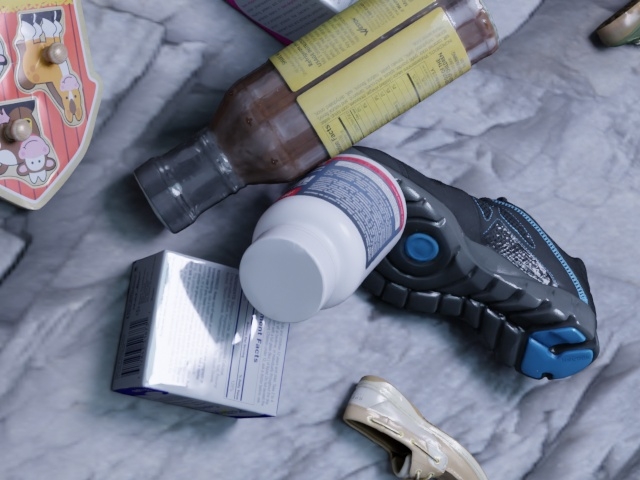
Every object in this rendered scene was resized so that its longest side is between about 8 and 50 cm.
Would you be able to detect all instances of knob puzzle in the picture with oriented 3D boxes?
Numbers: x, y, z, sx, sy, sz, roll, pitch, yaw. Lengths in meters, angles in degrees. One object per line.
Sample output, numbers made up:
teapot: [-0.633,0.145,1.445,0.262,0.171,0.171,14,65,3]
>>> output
knob puzzle: [-0.257,-0.122,1.381,0.213,0.030,0.213,0,90,-47]

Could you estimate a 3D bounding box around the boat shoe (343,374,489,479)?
boat shoe: [0.089,0.204,1.549,0.170,0.063,0.059,41,66,-8]

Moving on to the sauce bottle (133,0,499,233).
sauce bottle: [-0.008,-0.127,1.444,0.344,0.111,0.111,-31,99,0]

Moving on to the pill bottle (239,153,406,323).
pill bottle: [0.000,0.000,1.430,0.108,0.108,0.180,60,30,-9]

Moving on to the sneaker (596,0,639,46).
sneaker: [0.395,-0.249,1.806,0.192,0.064,0.086,-38,97,-34]

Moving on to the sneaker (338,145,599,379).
sneaker: [0.133,0.006,1.595,0.341,0.125,0.140,36,37,-18]

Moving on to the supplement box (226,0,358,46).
supplement box: [0.006,-0.248,1.543,0.220,0.111,0.114,34,66,-23]

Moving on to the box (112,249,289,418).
box: [-0.104,0.087,1.441,0.137,0.072,0.126,16,73,-27]
